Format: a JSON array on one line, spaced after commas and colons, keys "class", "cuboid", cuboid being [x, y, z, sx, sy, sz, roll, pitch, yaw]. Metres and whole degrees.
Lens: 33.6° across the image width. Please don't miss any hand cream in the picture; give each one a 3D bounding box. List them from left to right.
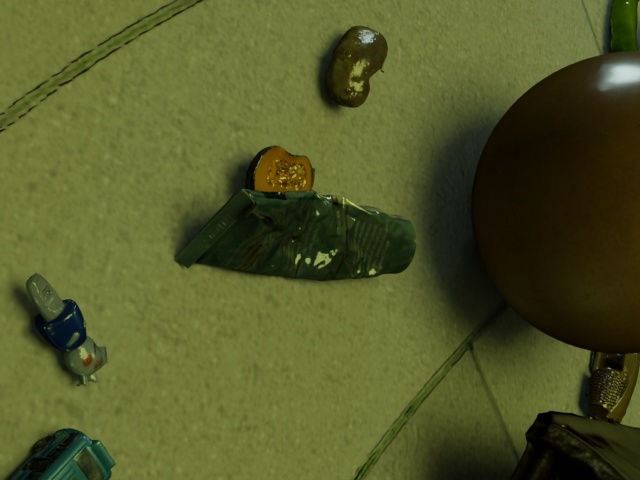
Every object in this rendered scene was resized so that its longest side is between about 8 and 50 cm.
[{"class": "hand cream", "cuboid": [0.001, 0.000, 0.836, 0.247, 0.052, 0.075, 3, 115, -53]}]

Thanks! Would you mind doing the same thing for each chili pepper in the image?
[{"class": "chili pepper", "cuboid": [0.410, -0.302, 1.396, 0.052, 0.050, 0.202, 57, 45, -46]}]

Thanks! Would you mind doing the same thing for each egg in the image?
[{"class": "egg", "cuboid": [0.296, -0.039, 1.018, 0.351, 0.282, 0.283, -20, 96, -52]}]

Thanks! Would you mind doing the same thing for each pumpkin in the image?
[{"class": "pumpkin", "cuboid": [-0.036, -0.047, 0.831, 0.083, 0.028, 0.050, 14, 87, -54]}]

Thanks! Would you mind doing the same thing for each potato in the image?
[{"class": "potato", "cuboid": [0.031, -0.156, 0.925, 0.046, 0.045, 0.092, 86, 24, -53]}]

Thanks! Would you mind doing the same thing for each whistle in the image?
[{"class": "whistle", "cuboid": [-0.159, 0.054, 0.664, 0.083, 0.029, 0.033, 65, 32, -30]}]

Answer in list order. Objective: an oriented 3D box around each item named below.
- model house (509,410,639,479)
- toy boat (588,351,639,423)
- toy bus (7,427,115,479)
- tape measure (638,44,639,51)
[{"class": "model house", "cuboid": [0.263, 0.345, 0.923, 0.317, 0.297, 0.283, 18, 112, -51]}, {"class": "toy boat", "cuboid": [0.332, 0.137, 1.195, 0.049, 0.047, 0.149, 44, 51, -33]}, {"class": "toy bus", "cuboid": [-0.162, 0.149, 0.625, 0.083, 0.046, 0.038, -48, 116, -43]}, {"class": "tape measure", "cuboid": [0.509, -0.180, 1.420, 0.231, 0.133, 0.271, 53, 49, -27]}]
